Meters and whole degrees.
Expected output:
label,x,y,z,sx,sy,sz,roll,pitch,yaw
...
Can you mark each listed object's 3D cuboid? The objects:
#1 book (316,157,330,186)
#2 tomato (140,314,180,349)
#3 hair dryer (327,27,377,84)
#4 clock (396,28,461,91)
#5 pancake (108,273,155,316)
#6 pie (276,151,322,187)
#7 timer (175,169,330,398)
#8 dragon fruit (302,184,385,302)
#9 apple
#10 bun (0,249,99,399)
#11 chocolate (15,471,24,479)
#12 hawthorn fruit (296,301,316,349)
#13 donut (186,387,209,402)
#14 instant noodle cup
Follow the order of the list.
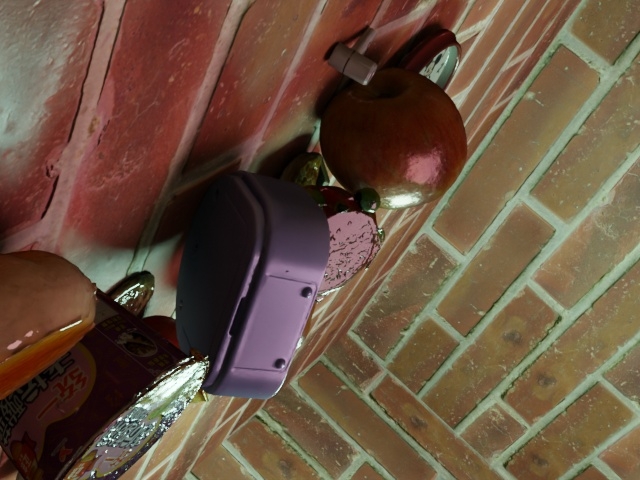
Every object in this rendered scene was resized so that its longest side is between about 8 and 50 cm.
label,x,y,z,sx,sy,sz,roll,pitch,yaw
book,-0.025,-0.113,2.018,0.017,0.103,0.135,16,127,-27
tomato,-0.353,0.236,1.831,0.195,0.136,0.195,-46,173,-8
hair dryer,0.077,-0.350,1.659,0.137,0.082,0.047,-58,177,-39
clock,0.208,-0.354,2.082,0.318,0.080,0.318,-45,163,-18
pancake,-0.380,0.131,1.697,0.190,0.020,0.184,-32,161,-52
pie,-0.055,-0.118,1.901,0.163,0.079,0.193,-65,170,25
timer,-0.126,0.059,1.598,0.173,0.395,0.395,10,134,-25
dragon fruit,0.000,0.000,1.786,0.295,0.130,0.268,-46,134,4
apple,0.143,-0.213,1.824,0.301,0.301,0.301,-45,168,-13
bun,-0.426,0.105,1.103,0.299,0.165,0.299,-36,177,-2
chocolate,-0.558,0.468,1.949,0.185,0.100,0.303,-62,167,15
hawthorn fruit,-0.142,0.121,1.936,0.275,0.275,0.299,-45,153,-13
donut,-0.322,0.315,2.157,0.065,0.162,0.178,-17,-154,-9
instant noodle cup,-0.376,0.215,1.381,0.340,0.266,0.340,-44,167,-13
